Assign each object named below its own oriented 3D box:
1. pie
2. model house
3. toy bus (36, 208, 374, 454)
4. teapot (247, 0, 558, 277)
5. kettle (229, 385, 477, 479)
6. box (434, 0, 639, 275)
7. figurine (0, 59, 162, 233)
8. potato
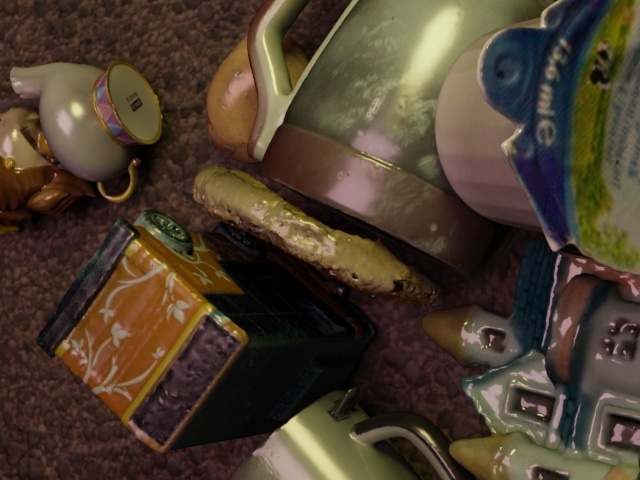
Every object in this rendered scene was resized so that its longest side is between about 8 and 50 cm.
[{"bbox_3d":[0.000,0.000,1.459,0.274,0.274,0.055,26,89,26],"label":"pie"},{"bbox_3d":[0.219,0.113,1.387,0.325,0.194,0.267,13,93,30],"label":"model house"},{"bbox_3d":[-0.099,0.091,1.469,0.194,0.323,0.162,41,105,21],"label":"toy bus"},{"bbox_3d":[0.075,-0.167,1.453,0.315,0.233,0.312,26,88,18],"label":"teapot"},{"bbox_3d":[0.058,0.275,1.456,0.255,0.165,0.240,48,122,21],"label":"kettle"},{"bbox_3d":[0.198,-0.096,1.250,0.206,0.291,0.262,4,84,63],"label":"box"},{"bbox_3d":[-0.312,-0.106,1.695,0.263,0.142,0.189,-23,100,24],"label":"figurine"},{"bbox_3d":[-0.062,-0.152,1.591,0.112,0.112,0.147,27,103,26],"label":"potato"}]
